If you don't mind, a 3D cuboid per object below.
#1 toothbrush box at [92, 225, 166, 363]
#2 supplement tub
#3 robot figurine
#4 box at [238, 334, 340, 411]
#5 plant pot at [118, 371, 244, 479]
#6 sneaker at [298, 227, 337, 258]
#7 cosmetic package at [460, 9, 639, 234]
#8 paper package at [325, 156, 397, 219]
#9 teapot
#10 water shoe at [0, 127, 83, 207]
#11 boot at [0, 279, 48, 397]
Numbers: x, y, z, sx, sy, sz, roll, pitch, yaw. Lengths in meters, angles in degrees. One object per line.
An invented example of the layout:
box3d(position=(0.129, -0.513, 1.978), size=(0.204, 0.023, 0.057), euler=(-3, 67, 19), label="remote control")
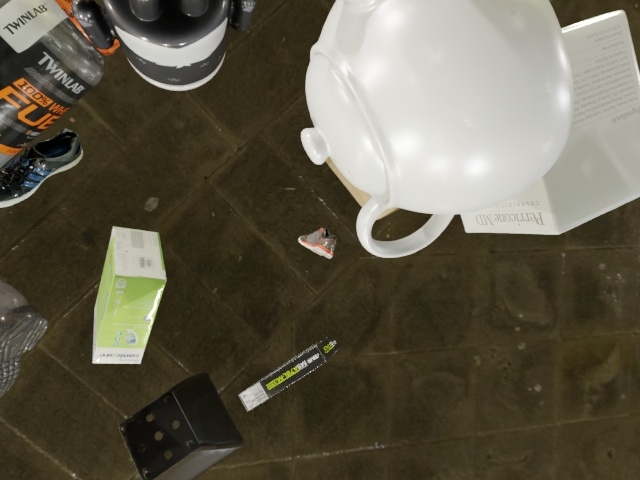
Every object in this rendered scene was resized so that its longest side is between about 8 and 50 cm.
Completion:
box3d(position=(-0.492, 0.140, 1.214), size=(0.122, 0.206, 0.283), euler=(10, 119, -30), label="toothbrush box")
box3d(position=(-0.511, -0.279, 0.774), size=(0.338, 0.207, 0.207), euler=(-41, 104, 0), label="supplement tub")
box3d(position=(-0.221, -0.334, 0.703), size=(0.209, 0.278, 0.174), euler=(27, 82, -10), label="robot figurine")
box3d(position=(-0.059, 0.273, 1.007), size=(0.190, 0.184, 0.045), euler=(-34, 78, 6), label="box")
box3d(position=(-0.301, 0.400, 0.988), size=(0.187, 0.167, 0.188), euler=(-34, 72, -4), label="plant pot")
box3d(position=(0.000, 0.000, 1.201), size=(0.061, 0.158, 0.065), euler=(31, 86, -30), label="sneaker")
box3d(position=(0.507, -0.252, 1.123), size=(0.327, 0.329, 0.394), euler=(-22, 98, -16), label="cosmetic package")
box3d(position=(0.202, -0.196, 0.775), size=(0.309, 0.325, 0.168), euler=(-35, 86, 32), label="paper package")
box3d(position=(0.073, -0.116, 0.427), size=(0.187, 0.252, 0.256), euler=(-28, 89, -2), label="teapot")
box3d(position=(-0.544, -0.144, 0.892), size=(0.073, 0.080, 0.203), euler=(41, 57, 1), label="water shoe")
box3d(position=(-0.611, 0.154, 0.800), size=(0.223, 0.118, 0.338), euler=(46, 106, 7), label="boot")
